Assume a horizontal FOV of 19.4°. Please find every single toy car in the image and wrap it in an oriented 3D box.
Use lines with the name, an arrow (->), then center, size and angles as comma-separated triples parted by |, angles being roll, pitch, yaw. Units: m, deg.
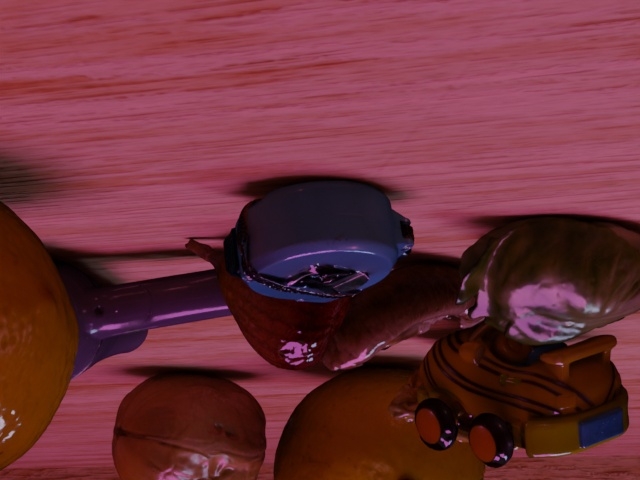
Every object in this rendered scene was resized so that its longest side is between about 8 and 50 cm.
toy car -> 0.215, 0.146, 2.020 | 0.200, 0.142, 0.248 | -15, -163, -40

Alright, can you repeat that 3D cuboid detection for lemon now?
lemon -> -0.315, 0.070, 1.426 | 0.261, 0.260, 0.284 | -6, 148, 30
lemon -> 0.078, 0.305, 2.494 | 0.297, 0.297, 0.297 | 1, 169, 0

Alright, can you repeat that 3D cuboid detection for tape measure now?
tape measure -> 0.000, 0.000, 1.479 | 0.146, 0.081, 0.125 | 10, 155, -41

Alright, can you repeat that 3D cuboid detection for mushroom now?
mushroom -> 0.088, 0.061, 1.764 | 0.210, 0.072, 0.094 | -17, 169, -36

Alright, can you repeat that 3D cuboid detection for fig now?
fig -> -0.035, 0.034, 1.651 | 0.119, 0.153, 0.119 | -40, -173, 6

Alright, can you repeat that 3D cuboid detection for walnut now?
walnut -> -0.181, 0.277, 2.593 | 0.226, 0.193, 0.193 | 1, 170, -32

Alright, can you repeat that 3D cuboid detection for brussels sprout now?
brussels sprout -> 0.207, 0.032, 1.607 | 0.181, 0.100, 0.139 | 12, 148, -3

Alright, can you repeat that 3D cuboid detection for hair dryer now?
hair dryer -> -0.131, 0.064, 1.792 | 0.361, 0.121, 0.301 | -8, 175, 15

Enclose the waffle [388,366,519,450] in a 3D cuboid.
waffle -> 0.216, 0.192, 2.197 | 0.238, 0.058, 0.243 | 16, -157, 28
